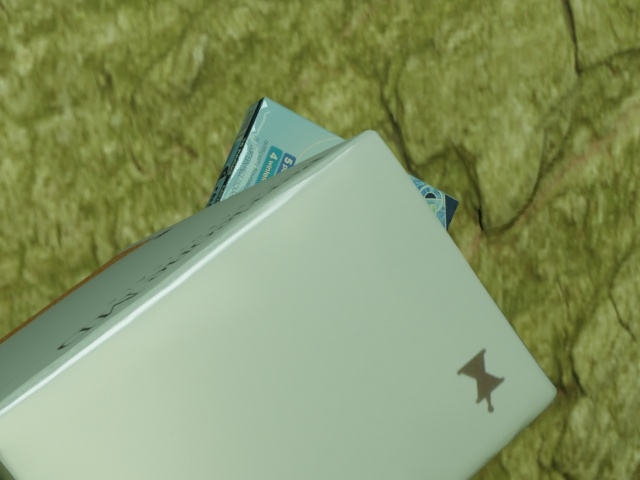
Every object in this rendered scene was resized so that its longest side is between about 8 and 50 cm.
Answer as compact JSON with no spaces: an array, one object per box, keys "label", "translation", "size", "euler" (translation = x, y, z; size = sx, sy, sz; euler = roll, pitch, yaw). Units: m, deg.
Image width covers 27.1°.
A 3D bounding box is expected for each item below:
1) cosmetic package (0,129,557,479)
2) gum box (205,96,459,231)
[{"label":"cosmetic package","translation":[-0.097,0.100,0.768],"size":[0.230,0.453,0.161],"euler":[-37,98,-23]},{"label":"gum box","translation":[0.000,0.000,1.045],"size":[0.184,0.041,0.157],"euler":[26,74,-17]}]
